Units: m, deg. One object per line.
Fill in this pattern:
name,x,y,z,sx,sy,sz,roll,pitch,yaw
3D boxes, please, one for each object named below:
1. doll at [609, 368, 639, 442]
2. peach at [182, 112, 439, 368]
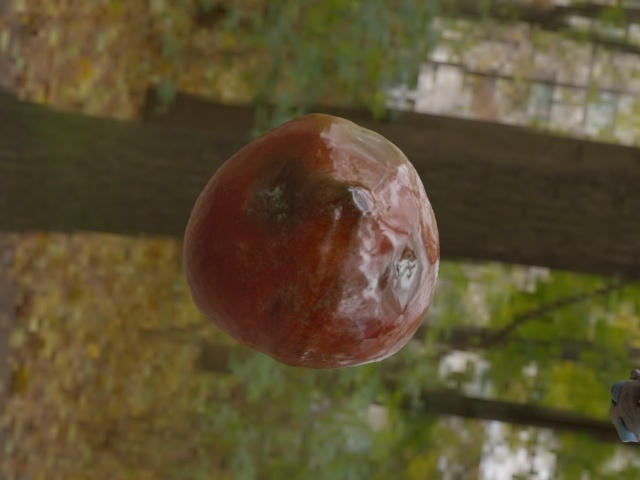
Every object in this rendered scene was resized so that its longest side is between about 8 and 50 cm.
doll,0.201,0.105,1.190,0.057,0.039,0.114,56,-15,11
peach,0.000,0.000,1.693,0.256,0.232,0.232,143,-44,-76
